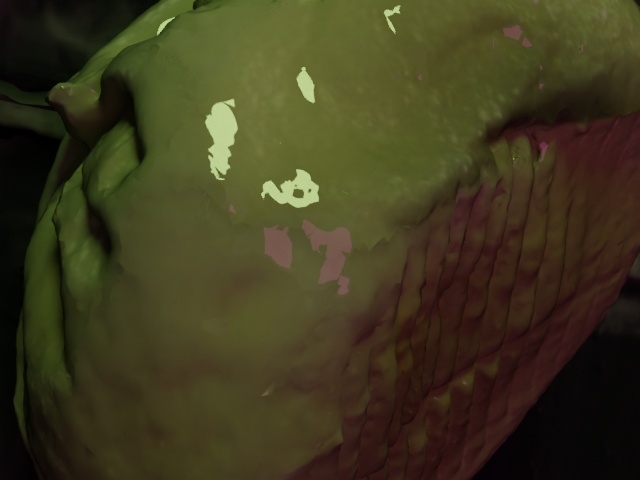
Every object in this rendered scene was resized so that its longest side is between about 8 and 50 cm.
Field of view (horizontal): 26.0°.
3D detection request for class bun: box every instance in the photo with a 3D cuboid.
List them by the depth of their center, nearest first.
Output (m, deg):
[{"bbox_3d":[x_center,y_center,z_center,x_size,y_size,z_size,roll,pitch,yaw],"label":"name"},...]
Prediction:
[{"bbox_3d":[0.000,0.000,0.430,0.229,0.145,0.229,-42,153,-28],"label":"bun"}]
